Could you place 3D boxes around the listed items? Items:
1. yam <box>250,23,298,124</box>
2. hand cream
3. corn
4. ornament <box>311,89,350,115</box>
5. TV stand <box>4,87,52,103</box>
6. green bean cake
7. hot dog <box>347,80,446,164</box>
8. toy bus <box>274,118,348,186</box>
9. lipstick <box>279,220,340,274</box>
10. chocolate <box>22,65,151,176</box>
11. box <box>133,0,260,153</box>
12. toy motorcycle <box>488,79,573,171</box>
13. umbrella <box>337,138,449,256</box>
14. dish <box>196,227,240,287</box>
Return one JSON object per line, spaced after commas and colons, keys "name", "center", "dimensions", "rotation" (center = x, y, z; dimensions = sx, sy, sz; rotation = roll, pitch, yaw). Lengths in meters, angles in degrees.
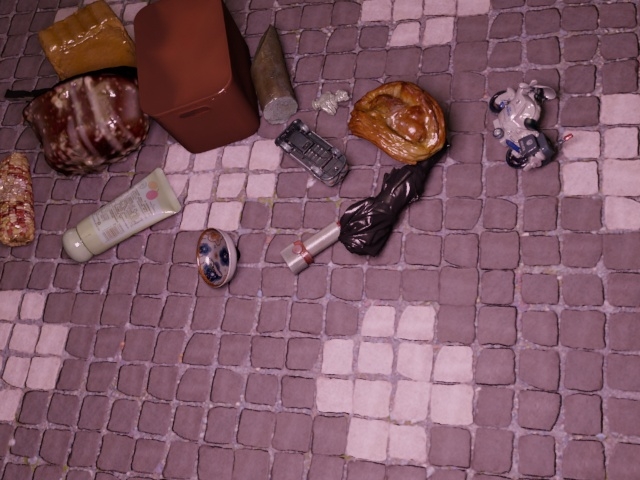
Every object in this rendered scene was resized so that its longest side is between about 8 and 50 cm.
{"name": "yam", "center": [-0.129, -0.430, 1.823], "dimensions": [0.106, 0.106, 0.259], "rotation": [-21, 65, 9]}
{"name": "hand cream", "center": [-0.508, -0.056, 1.801], "dimensions": [0.305, 0.093, 0.147], "rotation": [-32, 64, 1]}
{"name": "corn", "center": [-0.825, -0.116, 1.927], "dimensions": [0.098, 0.098, 0.290], "rotation": [-19, 63, 10]}
{"name": "ornament", "center": [0.026, -0.348, 1.776], "dimensions": [0.092, 0.041, 0.068], "rotation": [-38, 56, 11]}
{"name": "TV stand", "center": [-0.814, -0.423, 2.080], "dimensions": [0.249, 0.042, 0.036], "rotation": [5, 73, 20]}
{"name": "green bean cake", "center": [-0.626, -0.512, 1.941], "dimensions": [0.229, 0.224, 0.131], "rotation": [-30, 63, -7]}
{"name": "hot dog", "center": [0.170, -0.275, 1.613], "dimensions": [0.175, 0.114, 0.259], "rotation": [-39, 41, -11]}
{"name": "toy bus", "center": [-0.014, -0.201, 1.699], "dimensions": [0.194, 0.089, 0.087], "rotation": [40, 83, 27]}
{"name": "lipstick", "center": [0.000, -0.001, 1.633], "dimensions": [0.186, 0.057, 0.063], "rotation": [-35, 62, -1]}
{"name": "chocolate", "center": [-0.591, -0.292, 1.861], "dimensions": [0.340, 0.225, 0.210], "rotation": [-21, 76, 9]}
{"name": "box", "center": [-0.306, -0.422, 1.808], "dimensions": [0.239, 0.229, 0.340], "rotation": [-16, 64, 11]}
{"name": "toy motorcycle", "center": [0.458, -0.263, 1.573], "dimensions": [0.150, 0.102, 0.221], "rotation": [-27, 58, 29]}
{"name": "umbrella", "center": [0.170, -0.107, 1.595], "dimensions": [0.118, 0.118, 0.340], "rotation": [39, 82, 27]}
{"name": "dish", "center": [-0.224, 0.038, 1.687], "dimensions": [0.141, 0.078, 0.141], "rotation": [5, 97, 47]}
